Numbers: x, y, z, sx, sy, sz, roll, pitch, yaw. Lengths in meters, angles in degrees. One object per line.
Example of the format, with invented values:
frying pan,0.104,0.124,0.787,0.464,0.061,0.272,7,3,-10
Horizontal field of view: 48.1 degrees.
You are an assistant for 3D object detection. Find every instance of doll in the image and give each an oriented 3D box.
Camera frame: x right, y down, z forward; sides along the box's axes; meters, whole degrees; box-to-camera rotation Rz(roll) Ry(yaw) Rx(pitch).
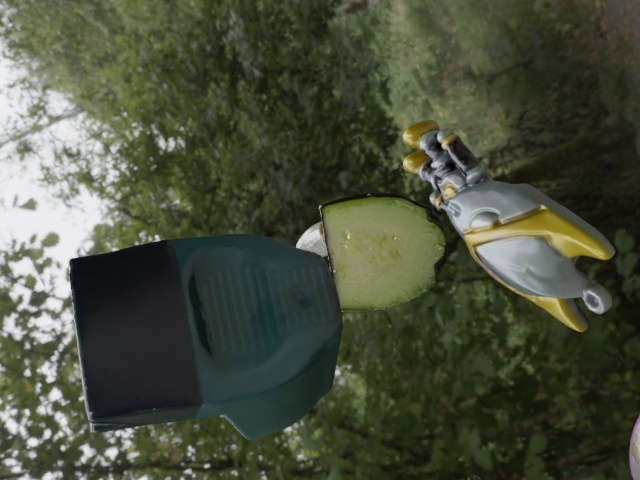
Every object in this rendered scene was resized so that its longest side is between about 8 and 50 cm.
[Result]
doll,0.208,-0.029,0.828,0.316,0.103,0.145,50,136,34

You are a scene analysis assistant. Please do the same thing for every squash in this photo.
squash,0.100,0.005,1.111,0.085,0.184,0.192,-91,-8,-70

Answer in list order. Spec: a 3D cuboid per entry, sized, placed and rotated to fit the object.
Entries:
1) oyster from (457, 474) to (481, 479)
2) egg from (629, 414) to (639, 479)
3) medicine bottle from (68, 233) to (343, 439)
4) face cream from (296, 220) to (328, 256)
oyster,0.316,0.601,1.535,0.162,0.158,0.351,44,-170,32
egg,0.752,0.433,1.501,0.196,0.196,0.271,0,-88,-80
medicine bottle,-0.050,0.069,0.415,0.258,0.124,0.079,85,169,-71
face cream,0.000,0.000,1.524,0.072,0.051,0.182,60,154,-2
